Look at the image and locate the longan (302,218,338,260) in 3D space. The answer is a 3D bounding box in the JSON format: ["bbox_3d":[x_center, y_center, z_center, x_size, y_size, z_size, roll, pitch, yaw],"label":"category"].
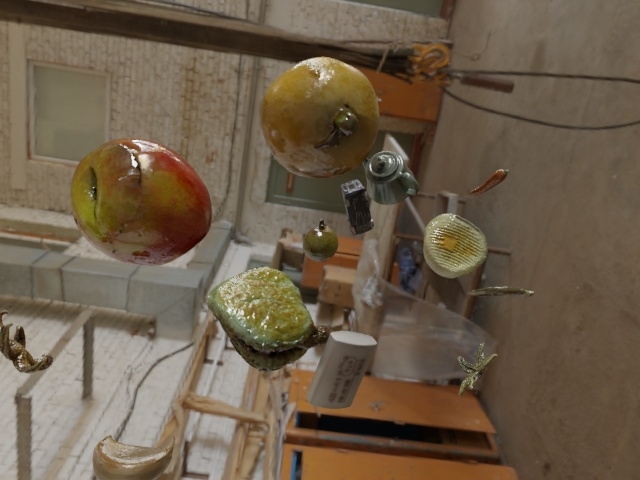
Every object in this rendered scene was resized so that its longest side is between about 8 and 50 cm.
[{"bbox_3d":[0.000,0.000,2.267,0.155,0.145,0.176,-132,39,-66],"label":"longan"}]

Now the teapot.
[{"bbox_3d":[0.219,-0.216,1.819,0.162,0.239,0.149,-47,-35,-11],"label":"teapot"}]

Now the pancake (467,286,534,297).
[{"bbox_3d":[0.623,0.180,1.974,0.212,0.235,0.029,-11,75,50],"label":"pancake"}]

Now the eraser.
[{"bbox_3d":[0.071,0.451,1.972,0.095,0.174,0.270,52,125,57],"label":"eraser"}]

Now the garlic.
[{"bbox_3d":[-0.569,0.669,1.709,0.145,0.245,0.164,90,-178,-52],"label":"garlic"}]

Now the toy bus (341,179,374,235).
[{"bbox_3d":[0.110,-0.097,1.704,0.076,0.073,0.167,-115,8,-47],"label":"toy bus"}]

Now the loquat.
[{"bbox_3d":[0.008,-0.321,1.506,0.359,0.329,0.328,-146,62,-66],"label":"loquat"}]

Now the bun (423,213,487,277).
[{"bbox_3d":[0.495,0.022,2.096,0.153,0.244,0.243,19,-100,-86],"label":"bun"}]

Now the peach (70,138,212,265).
[{"bbox_3d":[-0.476,-0.101,1.543,0.370,0.370,0.369,-172,90,-87],"label":"peach"}]

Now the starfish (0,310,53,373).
[{"bbox_3d":[-0.745,0.253,1.392,0.074,0.190,0.146,-43,-4,-13],"label":"starfish"}]

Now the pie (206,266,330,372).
[{"bbox_3d":[-0.212,0.264,2.042,0.418,0.395,0.180,50,125,29],"label":"pie"}]

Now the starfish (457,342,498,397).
[{"bbox_3d":[0.522,0.422,1.886,0.176,0.053,0.208,-49,13,42],"label":"starfish"}]

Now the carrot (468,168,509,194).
[{"bbox_3d":[0.495,-0.167,1.660,0.142,0.035,0.035,-39,33,41],"label":"carrot"}]
